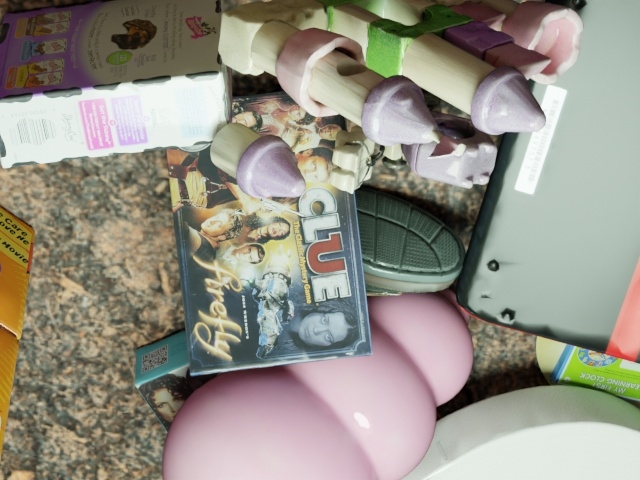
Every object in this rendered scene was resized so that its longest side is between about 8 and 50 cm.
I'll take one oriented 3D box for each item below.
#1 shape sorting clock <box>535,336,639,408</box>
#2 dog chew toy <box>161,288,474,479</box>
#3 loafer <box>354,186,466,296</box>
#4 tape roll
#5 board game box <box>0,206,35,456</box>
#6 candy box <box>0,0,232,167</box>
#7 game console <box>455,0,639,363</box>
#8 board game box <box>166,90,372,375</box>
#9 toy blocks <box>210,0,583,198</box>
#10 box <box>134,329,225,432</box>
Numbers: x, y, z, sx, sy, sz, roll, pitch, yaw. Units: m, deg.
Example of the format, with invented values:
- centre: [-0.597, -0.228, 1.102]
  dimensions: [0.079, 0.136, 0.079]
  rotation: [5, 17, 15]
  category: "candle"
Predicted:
- centre: [0.315, 0.098, 1.898]
  dimensions: [0.206, 0.040, 0.206]
  rotation: [-1, 127, -1]
  category: "shape sorting clock"
- centre: [0.012, 0.163, 1.805]
  dimensions: [0.332, 0.206, 0.206]
  rotation: [-42, 123, -19]
  category: "dog chew toy"
- centre: [0.000, 0.000, 1.802]
  dimensions: [0.267, 0.096, 0.084]
  rotation: [15, 141, -4]
  category: "loafer"
- centre: [0.208, 0.324, 1.949]
  dimensions: [0.392, 0.072, 0.392]
  rotation: [-7, 121, -12]
  category: "tape roll"
- centre: [-0.509, 0.100, 1.670]
  dimensions: [0.356, 0.356, 0.356]
  rotation: [37, 115, -24]
  category: "board game box"
- centre: [-0.175, -0.142, 1.641]
  dimensions: [0.196, 0.165, 0.070]
  rotation: [-7, 123, 2]
  category: "candy box"
- centre: [0.328, -0.059, 1.694]
  dimensions: [0.342, 0.060, 0.386]
  rotation: [16, 115, 3]
  category: "game console"
- centre: [-0.048, -0.009, 1.719]
  dimensions: [0.165, 0.042, 0.243]
  rotation: [-7, 85, -3]
  category: "board game box"
- centre: [0.095, -0.130, 1.525]
  dimensions: [0.288, 0.260, 0.309]
  rotation: [-19, 128, -39]
  category: "toy blocks"
- centre: [-0.085, 0.194, 1.930]
  dimensions: [0.100, 0.060, 0.244]
  rotation: [-23, 122, 12]
  category: "box"
